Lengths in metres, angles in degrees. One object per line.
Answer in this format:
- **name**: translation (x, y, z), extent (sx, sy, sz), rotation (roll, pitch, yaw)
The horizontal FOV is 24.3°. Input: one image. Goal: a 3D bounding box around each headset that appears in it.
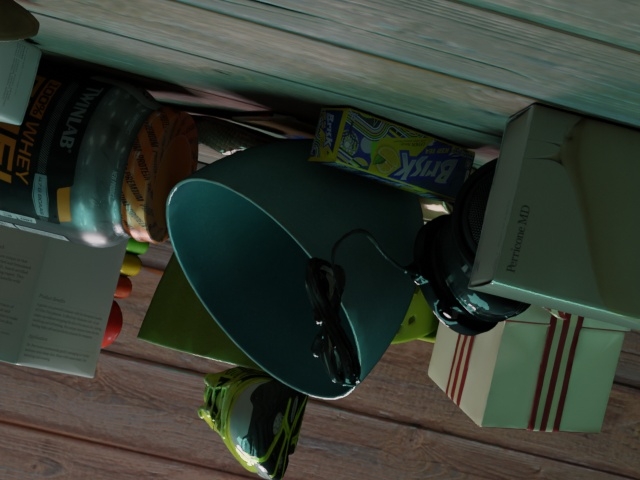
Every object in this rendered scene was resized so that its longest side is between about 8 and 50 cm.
- **headset**: translation (0.176, 0.035, 1.460), extent (0.394, 0.185, 0.243), rotation (-5, 162, -18)

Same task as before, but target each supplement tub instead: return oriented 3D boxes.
- **supplement tub**: translation (-0.311, -0.103, 1.684), extent (0.316, 0.193, 0.193), rotation (12, 176, 14)

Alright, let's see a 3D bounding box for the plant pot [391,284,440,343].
- **plant pot**: translation (0.109, 0.060, 2.494), extent (0.207, 0.228, 0.227), rotation (7, 180, -30)

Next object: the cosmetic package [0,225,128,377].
- **cosmetic package**: translation (-0.378, -0.006, 2.078), extent (0.155, 0.365, 0.197), rotation (10, 173, 28)

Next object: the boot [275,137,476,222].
- **boot**: translation (0.087, -0.053, 1.809), extent (0.270, 0.089, 0.236), rotation (10, 176, 33)

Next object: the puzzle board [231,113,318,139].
- **puzzle board**: translation (-0.031, -0.128, 1.686), extent (0.096, 0.011, 0.128), rotation (14, 177, -30)

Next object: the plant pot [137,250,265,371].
- **plant pot**: translation (-0.092, 0.029, 2.104), extent (0.275, 0.293, 0.275), rotation (13, 176, 1)

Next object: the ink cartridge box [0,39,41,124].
- **ink cartridge box**: translation (-0.406, -0.191, 1.486), extent (0.159, 0.092, 0.218), rotation (13, 178, 20)

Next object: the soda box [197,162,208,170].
- **soda box**: translation (-0.227, -0.080, 2.549), extent (0.098, 0.091, 0.286), rotation (16, 176, -14)

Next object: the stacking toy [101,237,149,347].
- **stacking toy**: translation (-0.310, 0.004, 2.252), extent (0.141, 0.330, 0.141), rotation (13, 176, 1)

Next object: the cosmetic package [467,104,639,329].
- **cosmetic package**: translation (0.299, 0.001, 1.267), extent (0.310, 0.160, 0.113), rotation (13, 176, -5)

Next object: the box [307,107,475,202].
- **box**: translation (0.075, -0.087, 1.524), extent (0.169, 0.059, 0.054), rotation (16, 177, -33)

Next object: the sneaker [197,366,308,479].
- **sneaker**: translation (-0.105, 0.248, 2.080), extent (0.147, 0.145, 0.384), rotation (13, 175, 4)

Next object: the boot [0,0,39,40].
- **boot**: translation (-0.318, -0.208, 1.334), extent (0.118, 0.042, 0.087), rotation (17, -178, -25)

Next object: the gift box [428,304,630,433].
- **gift box**: translation (0.347, 0.149, 2.340), extent (0.255, 0.258, 0.276), rotation (4, -165, -26)

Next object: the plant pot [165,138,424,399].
- **plant pot**: translation (0.000, 0.000, 1.628), extent (0.290, 0.195, 0.290), rotation (36, 149, 25)

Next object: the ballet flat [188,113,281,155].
- **ballet flat**: translation (-0.151, -0.122, 1.780), extent (0.250, 0.058, 0.084), rotation (14, 179, 31)
